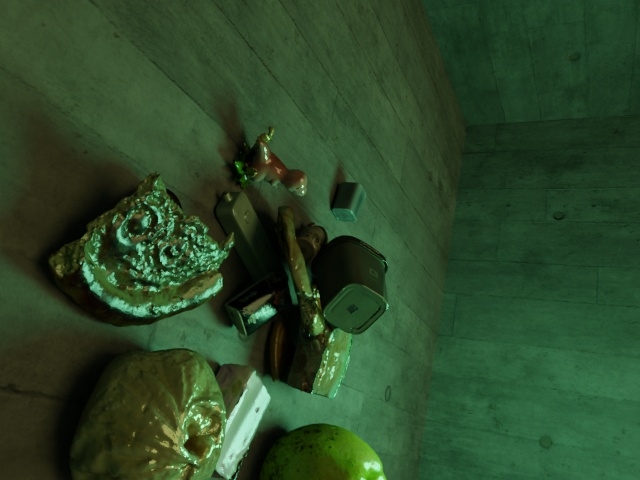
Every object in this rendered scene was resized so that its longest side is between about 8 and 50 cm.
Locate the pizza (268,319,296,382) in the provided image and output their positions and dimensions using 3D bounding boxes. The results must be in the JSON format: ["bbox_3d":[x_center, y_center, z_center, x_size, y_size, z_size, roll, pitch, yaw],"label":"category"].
[{"bbox_3d":[-0.119,0.337,1.718,0.176,0.036,0.184,2,84,-71],"label":"pizza"}]

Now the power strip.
[{"bbox_3d":[-0.187,0.013,1.534,0.385,0.062,0.091,67,34,-40],"label":"power strip"}]

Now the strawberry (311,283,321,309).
[{"bbox_3d":[0.002,0.237,1.882,0.192,0.085,0.140,35,88,-27],"label":"strawberry"}]

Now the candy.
[{"bbox_3d":[-0.240,0.464,1.406,0.265,0.116,0.155,-63,143,-38],"label":"candy"}]

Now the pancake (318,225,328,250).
[{"bbox_3d":[0.000,0.001,1.868,0.017,0.108,0.108,-2,95,-23],"label":"pancake"}]

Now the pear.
[{"bbox_3d":[0.019,0.745,1.658,0.391,0.391,0.390,-8,99,-62],"label":"pear"}]

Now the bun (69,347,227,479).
[{"bbox_3d":[-0.318,0.389,1.124,0.349,0.227,0.352,-35,127,-59],"label":"bun"}]

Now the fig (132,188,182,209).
[{"bbox_3d":[-0.360,-0.057,1.154,0.109,0.103,0.155,63,24,-5],"label":"fig"}]

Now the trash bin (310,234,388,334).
[{"bbox_3d":[0.096,0.142,1.719,0.220,0.219,0.250,31,26,-19],"label":"trash bin"}]

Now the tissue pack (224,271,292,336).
[{"bbox_3d":[-0.167,0.173,1.503,0.170,0.090,0.103,-33,126,-28],"label":"tissue pack"}]

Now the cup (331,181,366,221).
[{"bbox_3d":[0.112,-0.136,2.060,0.128,0.095,0.129,58,46,-50],"label":"cup"}]

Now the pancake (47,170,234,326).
[{"bbox_3d":[-0.334,0.054,1.146,0.304,0.067,0.427,-53,146,-7],"label":"pancake"}]

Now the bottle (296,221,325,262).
[{"bbox_3d":[-0.034,0.003,1.785,0.152,0.099,0.098,-55,139,-61],"label":"bottle"}]

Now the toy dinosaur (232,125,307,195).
[{"bbox_3d":[-0.140,-0.191,1.484,0.152,0.177,0.194,-56,137,-47],"label":"toy dinosaur"}]

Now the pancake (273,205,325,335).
[{"bbox_3d":[-0.062,0.092,1.550,0.382,0.071,0.382,164,-90,-87],"label":"pancake"}]

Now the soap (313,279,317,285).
[{"bbox_3d":[0.065,0.141,2.002,0.257,0.080,0.160,-6,98,-62],"label":"soap"}]

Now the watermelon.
[{"bbox_3d":[-0.018,0.353,1.738,0.302,0.151,0.264,41,62,-65],"label":"watermelon"}]
